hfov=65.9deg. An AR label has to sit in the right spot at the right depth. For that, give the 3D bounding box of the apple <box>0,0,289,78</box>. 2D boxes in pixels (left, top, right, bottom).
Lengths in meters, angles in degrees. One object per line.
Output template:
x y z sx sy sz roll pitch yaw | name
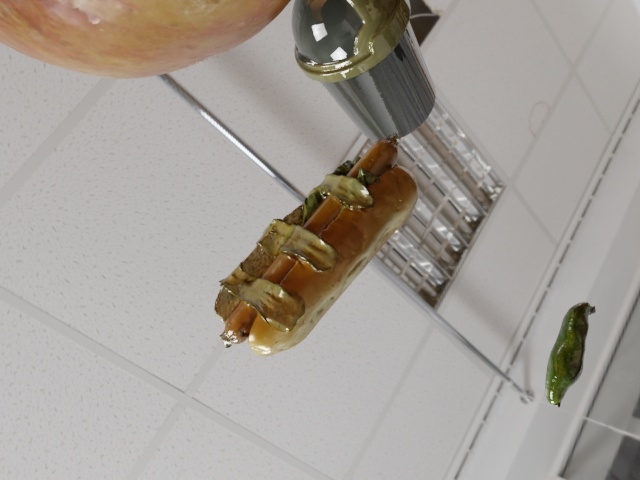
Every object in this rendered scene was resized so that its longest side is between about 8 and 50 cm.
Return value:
-0.169 -0.338 0.403 0.334 0.401 0.400 -36 -68 -49 | apple

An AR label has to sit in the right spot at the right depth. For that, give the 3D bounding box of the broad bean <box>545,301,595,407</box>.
0.422 0.180 0.834 0.061 0.046 0.195 41 -111 -23 | broad bean

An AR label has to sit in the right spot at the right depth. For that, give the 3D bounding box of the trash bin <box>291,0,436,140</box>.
0.074 -0.341 0.889 0.334 0.214 0.214 41 -110 -54 | trash bin

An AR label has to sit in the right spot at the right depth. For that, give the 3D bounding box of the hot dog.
0.000 0.000 0.484 0.269 0.109 0.072 -50 -47 -15 | hot dog
